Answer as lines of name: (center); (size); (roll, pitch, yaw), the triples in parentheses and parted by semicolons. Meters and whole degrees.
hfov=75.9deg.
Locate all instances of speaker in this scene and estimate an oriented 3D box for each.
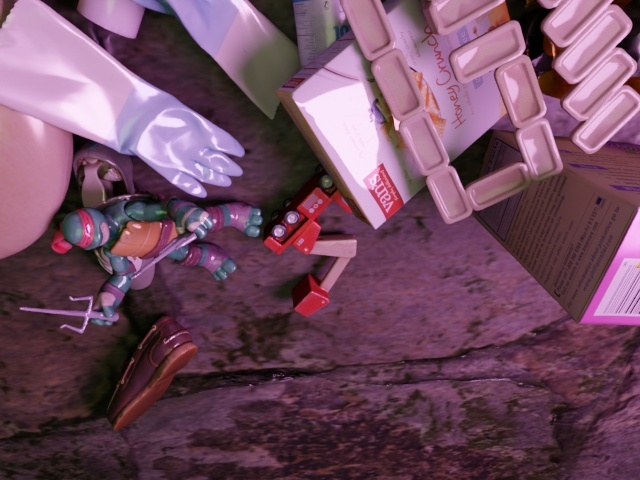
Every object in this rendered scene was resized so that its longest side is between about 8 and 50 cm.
speaker: (-0.176, -0.262, 0.374); (0.055, 0.055, 0.136); (24, 113, -18)

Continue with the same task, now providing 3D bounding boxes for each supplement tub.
supplement tub: (0.011, -0.204, 0.418); (0.071, 0.071, 0.107); (-9, 119, -1)

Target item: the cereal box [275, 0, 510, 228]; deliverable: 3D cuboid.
cereal box: (0.096, -0.150, 0.418); (0.240, 0.047, 0.173); (-43, 125, -6)

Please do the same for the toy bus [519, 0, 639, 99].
toy bus: (0.302, -0.273, 0.386); (0.211, 0.149, 0.220); (-32, 121, -7)

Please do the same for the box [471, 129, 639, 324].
box: (0.324, -0.026, 0.451); (0.214, 0.243, 0.117); (3, 119, -8)

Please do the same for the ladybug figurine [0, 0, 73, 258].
ladybug figurine: (-0.393, -0.184, 0.332); (0.305, 0.162, 0.449); (-23, 119, 7)

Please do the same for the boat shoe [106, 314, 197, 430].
boat shoe: (-0.262, 0.198, 0.617); (0.073, 0.073, 0.207); (45, 106, 14)

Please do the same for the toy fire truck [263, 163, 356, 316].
toy fire truck: (0.000, 0.000, 0.543); (0.135, 0.047, 0.192); (38, 108, -24)

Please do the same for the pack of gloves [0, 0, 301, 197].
pack of gloves: (-0.122, -0.149, 0.361); (0.232, 0.046, 0.195); (27, 92, -47)

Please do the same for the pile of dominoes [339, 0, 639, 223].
pile of dominoes: (0.150, -0.161, 0.357); (0.196, 0.040, 0.251); (-25, 113, 16)

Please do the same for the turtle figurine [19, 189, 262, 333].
turtle figurine: (-0.175, 0.001, 0.437); (0.175, 0.234, 0.118); (-36, 74, 28)

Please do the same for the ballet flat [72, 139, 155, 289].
ballet flat: (-0.253, -0.015, 0.495); (0.072, 0.068, 0.213); (-1, 119, -6)
